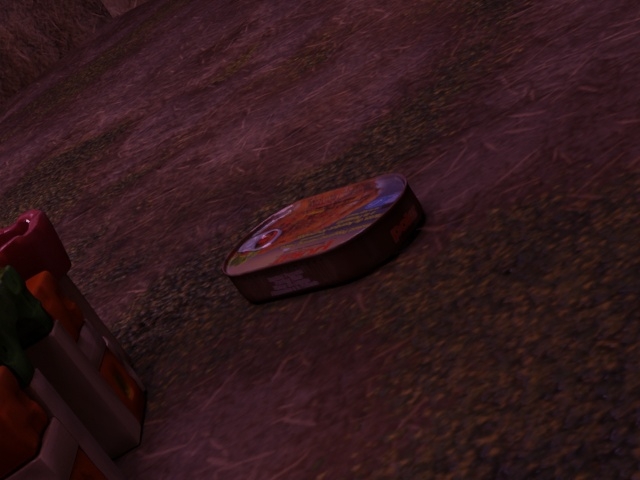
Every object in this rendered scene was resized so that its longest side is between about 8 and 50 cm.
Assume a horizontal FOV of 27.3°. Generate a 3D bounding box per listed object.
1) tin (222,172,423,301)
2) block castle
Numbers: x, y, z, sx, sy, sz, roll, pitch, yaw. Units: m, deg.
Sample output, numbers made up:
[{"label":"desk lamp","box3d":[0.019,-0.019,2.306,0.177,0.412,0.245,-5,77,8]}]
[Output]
[{"label":"tin","box3d":[0.000,0.000,1.047,0.190,0.040,0.106,-14,23,46]},{"label":"block castle","box3d":[-0.313,0.151,0.921,0.303,0.213,0.453,-31,18,9]}]
